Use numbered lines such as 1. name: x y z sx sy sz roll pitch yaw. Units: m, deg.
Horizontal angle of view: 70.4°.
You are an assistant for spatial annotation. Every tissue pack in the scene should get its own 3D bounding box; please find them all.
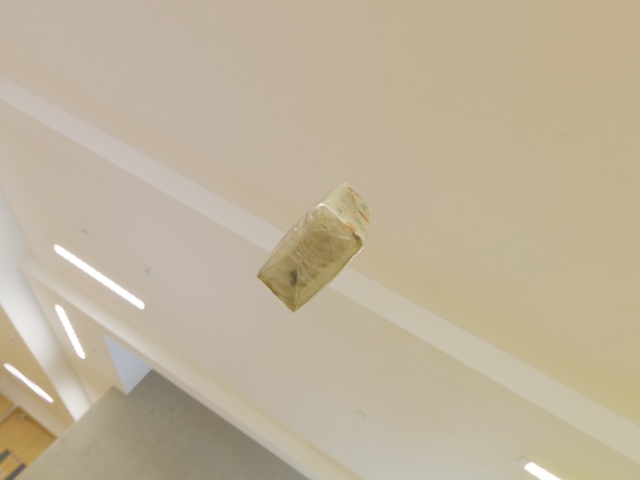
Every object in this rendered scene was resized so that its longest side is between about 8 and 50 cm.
1. tissue pack: 0.000 0.000 0.676 0.092 0.196 0.148 43 -72 -5
